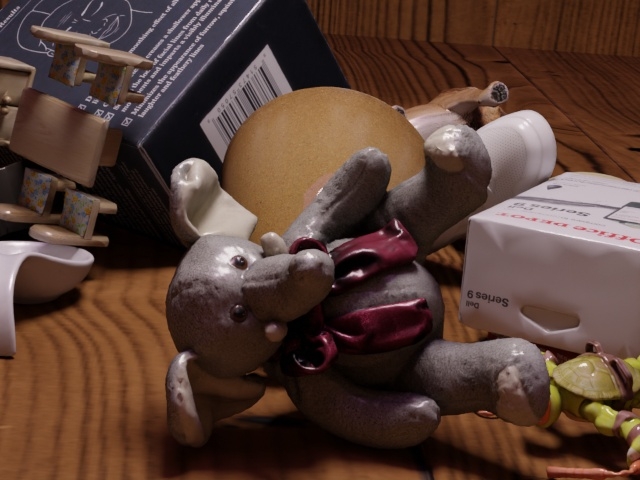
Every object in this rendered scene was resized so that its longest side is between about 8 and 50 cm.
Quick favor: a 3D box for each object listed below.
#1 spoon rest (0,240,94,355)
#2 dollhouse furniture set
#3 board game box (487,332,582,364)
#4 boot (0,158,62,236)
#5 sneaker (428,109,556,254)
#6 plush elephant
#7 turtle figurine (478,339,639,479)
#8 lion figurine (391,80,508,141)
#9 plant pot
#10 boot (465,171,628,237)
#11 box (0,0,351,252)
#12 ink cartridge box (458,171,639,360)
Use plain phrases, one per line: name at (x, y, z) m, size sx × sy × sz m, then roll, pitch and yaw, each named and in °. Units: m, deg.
spoon rest at (-0.309, 0.035, 1.736) m, size 0.137 × 0.084 × 0.276 m, roll 5°, pitch 16°, yaw -1°
dollhouse furniture set at (-0.335, -0.131, 1.865) m, size 0.242 × 0.212 × 0.161 m, roll 24°, pitch 13°, yaw 38°
board game box at (0.330, 0.098, 1.821) m, size 0.281 × 0.027 × 0.145 m, roll -7°, pitch 18°, yaw -37°
boot at (-0.438, -0.033, 1.963) m, size 0.115 × 0.112 × 0.305 m, roll -9°, pitch 2°, yaw 32°
sneaker at (0.128, -0.043, 1.947) m, size 0.169 × 0.108 × 0.292 m, roll -16°, pitch -17°, yaw -44°
plush elephant at (-0.014, 0.050, 1.457) m, size 0.330 × 0.272 × 0.255 m, roll -19°, pitch -18°, yaw 38°
turtle figurine at (0.253, 0.131, 1.541) m, size 0.217 × 0.087 × 0.269 m, roll -6°, pitch 18°, yaw -28°
lion figurine at (0.122, -0.137, 2.411) m, size 0.392 × 0.142 × 0.240 m, roll -9°, pitch 1°, yaw -25°
plant pot at (0.000, 0.000, 1.752) m, size 0.237 × 0.237 × 0.254 m, roll 6°, pitch 29°, yaw 2°
boot at (0.296, -0.019, 2.108) m, size 0.262 × 0.095 × 0.203 m, roll 0°, pitch 15°, yaw -11°
box at (-0.221, -0.188, 2.097) m, size 0.395 × 0.212 × 0.293 m, roll 19°, pitch 61°, yaw 39°
ink cartridge box at (0.299, 0.022, 1.802) m, size 0.211 × 0.121 × 0.289 m, roll 11°, pitch 16°, yaw 26°
